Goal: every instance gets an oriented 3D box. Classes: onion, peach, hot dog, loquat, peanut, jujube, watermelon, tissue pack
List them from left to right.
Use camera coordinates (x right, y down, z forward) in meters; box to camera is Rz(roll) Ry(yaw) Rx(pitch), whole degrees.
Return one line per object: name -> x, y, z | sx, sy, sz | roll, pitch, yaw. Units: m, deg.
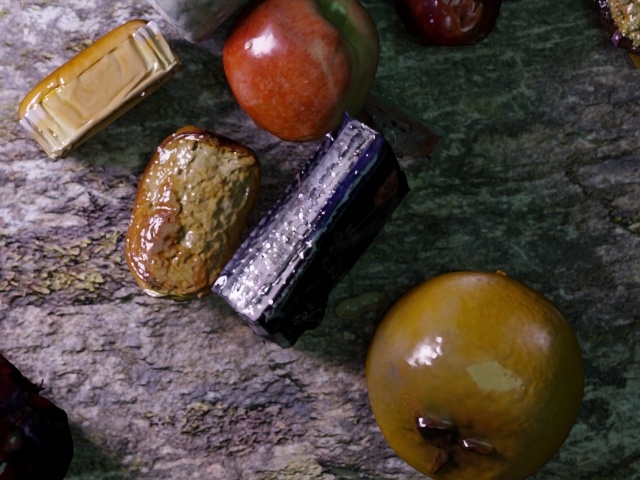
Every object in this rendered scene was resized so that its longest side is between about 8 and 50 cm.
onion -> -0.478, 0.270, 1.598 | 0.221, 0.281, 0.281 | -40, 101, 24
hot dog -> -0.194, -0.036, 1.697 | 0.175, 0.114, 0.259 | 22, 90, -17
peach -> -0.033, -0.255, 1.674 | 0.232, 0.256, 0.232 | 17, 53, -25
tissue pack -> 0.000, 0.000, 1.677 | 0.123, 0.245, 0.332 | 35, 83, 21
peanut -> 0.063, 0.100, 1.793 | 0.083, 0.037, 0.037 | -23, 97, -2
watermelon -> 0.100, -0.167, 1.748 | 0.187, 0.139, 0.071 | 28, 112, -4
jujube -> 0.193, -0.419, 1.736 | 0.183, 0.183, 0.243 | -5, 101, -12
loquat -> 0.237, 0.190, 1.709 | 0.328, 0.328, 0.359 | 48, 39, -10

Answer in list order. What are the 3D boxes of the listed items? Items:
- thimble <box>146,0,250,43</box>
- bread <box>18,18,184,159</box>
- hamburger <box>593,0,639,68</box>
thimble -> -0.199, -0.436, 1.580 | 0.195, 0.291, 0.291 | -41, 100, -2
bread -> -0.321, -0.222, 1.647 | 0.241, 0.136, 0.107 | -37, 99, -7
hamburger -> 0.551, -0.415, 1.821 | 0.243, 0.138, 0.262 | -42, 101, -7
